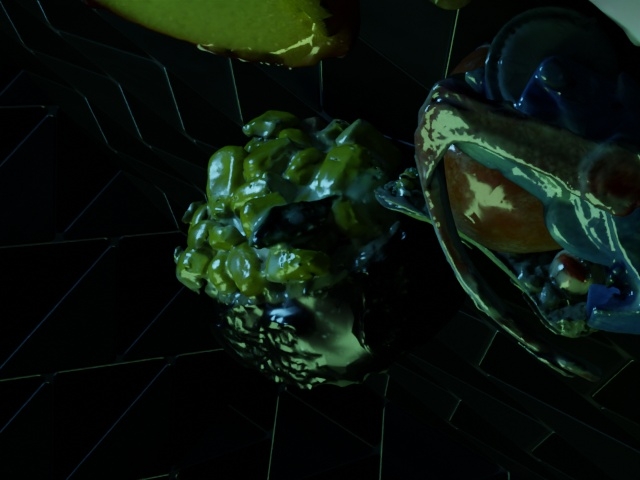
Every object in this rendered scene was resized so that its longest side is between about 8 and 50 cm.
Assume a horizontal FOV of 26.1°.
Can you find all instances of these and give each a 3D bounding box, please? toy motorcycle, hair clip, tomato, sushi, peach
[{"bbox_3d":[0.224,-0.034,1.169,0.319,0.182,0.241,42,129,2],"label":"toy motorcycle"},{"bbox_3d":[0.213,-0.014,1.592,0.321,0.138,0.091,36,123,26],"label":"hair clip"},{"bbox_3d":[0.185,-0.070,1.328,0.214,0.155,0.180,35,164,31],"label":"tomato"},{"bbox_3d":[0.000,0.000,1.781,0.329,0.328,0.285,27,152,54],"label":"sushi"},{"bbox_3d":[-0.095,-0.313,1.218,0.362,0.201,0.258,32,143,-27],"label":"peach"}]

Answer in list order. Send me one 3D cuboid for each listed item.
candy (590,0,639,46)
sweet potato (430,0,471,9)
[{"bbox_3d":[0.203,-0.219,0.776,0.155,0.115,0.265,39,168,3],"label":"candy"},{"bbox_3d":[0.061,-0.284,1.146,0.233,0.062,0.081,48,168,-21],"label":"sweet potato"}]
